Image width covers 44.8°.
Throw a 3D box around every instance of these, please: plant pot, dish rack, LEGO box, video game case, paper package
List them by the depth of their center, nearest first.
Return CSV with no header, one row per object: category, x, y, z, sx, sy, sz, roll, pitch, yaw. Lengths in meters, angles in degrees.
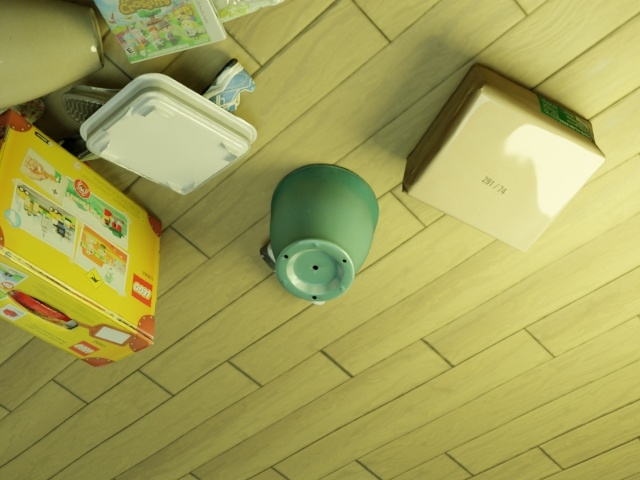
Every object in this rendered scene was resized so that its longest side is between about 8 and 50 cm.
video game case,-0.315,-0.446,1.505,0.212,0.023,0.193,-11,139,12
plant pot,-0.608,-0.413,1.641,0.274,0.256,0.256,-10,126,-7
paper package,0.397,-0.181,1.715,0.325,0.168,0.309,26,125,-11
dish rack,-0.338,-0.217,1.746,0.285,0.072,0.333,-29,142,32
LEGO box,-0.604,0.009,1.768,0.193,0.372,0.500,-25,137,23
plant pot,0.000,0.000,1.840,0.271,0.255,0.272,3,127,4

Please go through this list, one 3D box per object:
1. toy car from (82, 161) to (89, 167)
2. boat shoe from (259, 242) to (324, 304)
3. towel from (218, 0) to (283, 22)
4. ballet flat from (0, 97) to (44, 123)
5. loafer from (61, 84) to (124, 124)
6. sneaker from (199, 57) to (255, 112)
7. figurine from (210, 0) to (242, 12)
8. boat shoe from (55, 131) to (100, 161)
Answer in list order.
toy car,-0.681,-0.103,1.971,0.239,0.053,0.225,-3,126,9
boat shoe,-0.075,0.089,2.031,0.076,0.080,0.228,-16,129,42
towel,-0.289,-0.580,1.555,0.374,0.090,0.320,-14,127,16
ballet flat,-0.769,-0.289,1.830,0.241,0.077,0.091,-8,123,12
loafer,-0.448,-0.303,1.766,0.268,0.092,0.102,11,143,-10
sneaker,-0.233,-0.310,1.748,0.081,0.080,0.211,40,122,-17
figurine,-0.279,-0.512,1.506,0.215,0.092,0.209,-12,135,14
boat shoe,-0.606,-0.213,1.852,0.223,0.080,0.073,-18,163,13
